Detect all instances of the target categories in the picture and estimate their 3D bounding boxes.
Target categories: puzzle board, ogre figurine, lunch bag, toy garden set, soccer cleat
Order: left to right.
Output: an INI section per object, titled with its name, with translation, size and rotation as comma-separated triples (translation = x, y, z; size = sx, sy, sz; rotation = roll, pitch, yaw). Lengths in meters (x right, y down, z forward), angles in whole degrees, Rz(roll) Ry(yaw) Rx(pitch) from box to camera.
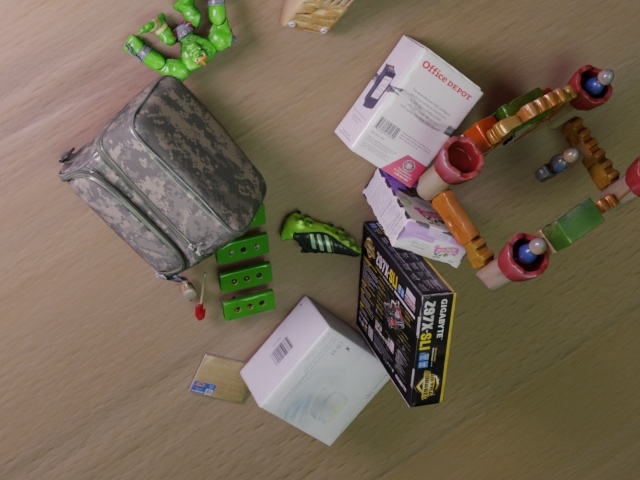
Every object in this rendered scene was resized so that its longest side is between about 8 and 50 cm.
[lunch bag]
translation = -0.281, -0.091, 1.729
size = 0.256, 0.213, 0.305
rotation = -29, 115, 34
[ogre figurine]
translation = -0.230, -0.355, 1.705
size = 0.197, 0.097, 0.118
rotation = -41, 106, -15
[toy garden set]
translation = -0.203, 0.048, 1.955
size = 0.203, 0.049, 0.244
rotation = -14, 121, -16
[puzzle board]
translation = -0.208, 0.296, 2.105
size = 0.128, 0.011, 0.096
rotation = 18, 110, -28
[soccer cleat]
translation = 0.000, 0.000, 2.006
size = 0.178, 0.060, 0.072
rotation = 24, 116, -23

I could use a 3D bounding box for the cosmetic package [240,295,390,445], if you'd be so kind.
[cosmetic package]
translation = -0.004, 0.282, 2.096
size = 0.224, 0.138, 0.224
rotation = 36, 98, -36

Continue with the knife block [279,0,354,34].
[knife block]
translation = 0.018, -0.529, 1.723
size = 0.088, 0.242, 0.275
rotation = 8, 158, -24

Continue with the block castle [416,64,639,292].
[block castle]
translation = 0.438, -0.131, 1.880
size = 0.453, 0.213, 0.303
rotation = -29, 83, -27

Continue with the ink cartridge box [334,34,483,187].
[ink cartridge box]
translation = 0.171, -0.250, 1.908
size = 0.172, 0.100, 0.237
rotation = 29, 104, -31

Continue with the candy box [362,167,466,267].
[candy box]
translation = 0.194, -0.046, 1.965
size = 0.164, 0.196, 0.070
rotation = 18, 117, -29

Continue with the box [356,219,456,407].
[box]
translation = 0.164, 0.140, 1.982
size = 0.079, 0.322, 0.257
rotation = -5, 118, -18
